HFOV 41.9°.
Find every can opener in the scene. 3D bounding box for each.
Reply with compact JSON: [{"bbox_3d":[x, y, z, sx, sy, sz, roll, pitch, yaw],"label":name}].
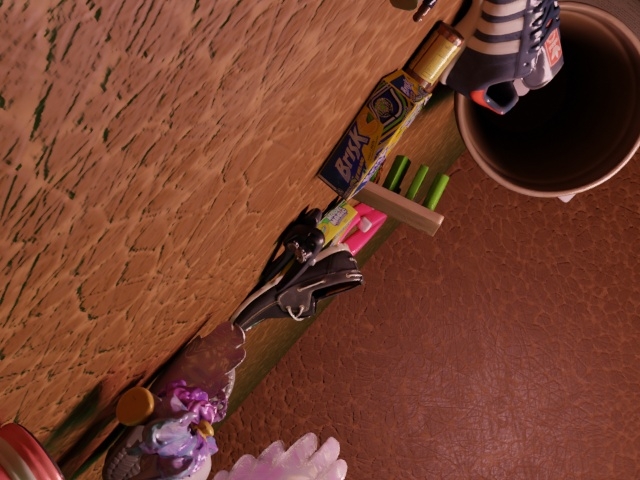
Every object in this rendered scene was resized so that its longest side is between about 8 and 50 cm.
[{"bbox_3d":[-0.038,0.027,1.254,0.073,0.059,0.186,-44,171,-40],"label":"can opener"}]

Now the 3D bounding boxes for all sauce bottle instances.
[{"bbox_3d":[0.129,-0.215,1.063,0.128,0.042,0.042,-50,173,27],"label":"sauce bottle"}]

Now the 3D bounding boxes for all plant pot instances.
[{"bbox_3d":[0.388,-0.263,1.494,0.323,0.323,0.280,-51,-171,14],"label":"plant pot"}]

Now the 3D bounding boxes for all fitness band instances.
[{"bbox_3d":[0.045,0.013,1.725,0.209,0.054,0.291,-51,172,19],"label":"fitness band"}]

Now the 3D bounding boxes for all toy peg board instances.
[{"bbox_3d":[0.134,-0.084,1.370,0.079,0.161,0.160,-63,174,-4],"label":"toy peg board"}]

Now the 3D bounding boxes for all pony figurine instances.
[{"bbox_3d":[-0.187,0.291,1.069,0.351,0.303,0.363,-40,158,-3],"label":"pony figurine"}]

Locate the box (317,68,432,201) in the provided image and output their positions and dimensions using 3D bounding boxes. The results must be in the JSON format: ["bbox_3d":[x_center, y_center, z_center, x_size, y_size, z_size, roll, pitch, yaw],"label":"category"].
[{"bbox_3d":[0.066,-0.131,1.059,0.169,0.054,0.059,-55,172,36],"label":"box"}]

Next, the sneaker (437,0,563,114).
[{"bbox_3d":[0.269,-0.289,1.075,0.131,0.148,0.350,-46,172,-23],"label":"sneaker"}]

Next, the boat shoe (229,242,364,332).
[{"bbox_3d":[-0.041,0.093,1.363,0.233,0.079,0.084,-29,164,2],"label":"boat shoe"}]

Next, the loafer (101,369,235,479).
[{"bbox_3d":[-0.235,0.261,1.258,0.251,0.094,0.087,-44,-158,-10],"label":"loafer"}]

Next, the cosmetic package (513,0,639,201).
[{"bbox_3d":[0.572,-0.360,1.859,0.393,0.327,0.329,-39,168,-49],"label":"cosmetic package"}]

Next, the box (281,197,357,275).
[{"bbox_3d":[0.000,0.000,1.420,0.105,0.043,0.179,-44,170,-32],"label":"box"}]

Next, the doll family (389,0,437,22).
[{"bbox_3d":[0.107,-0.251,0.618,0.193,0.076,0.111,-48,180,38],"label":"doll family"}]

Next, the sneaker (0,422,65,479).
[{"bbox_3d":[-0.331,0.285,0.737,0.136,0.116,0.314,-25,151,-48],"label":"sneaker"}]

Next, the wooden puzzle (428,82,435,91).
[{"bbox_3d":[0.152,-0.223,1.299,0.049,0.006,0.083,-53,172,33],"label":"wooden puzzle"}]
